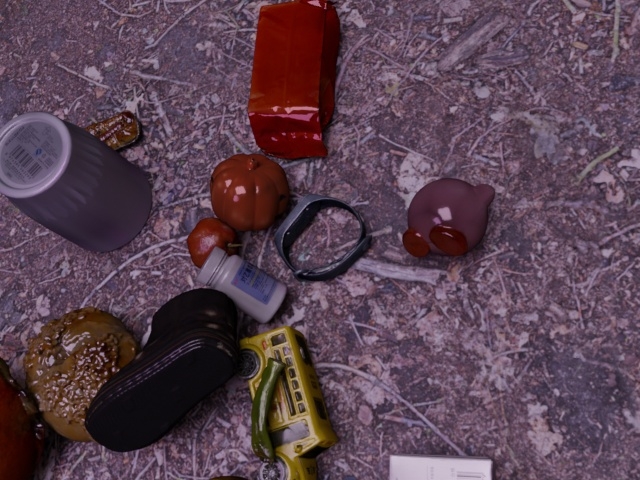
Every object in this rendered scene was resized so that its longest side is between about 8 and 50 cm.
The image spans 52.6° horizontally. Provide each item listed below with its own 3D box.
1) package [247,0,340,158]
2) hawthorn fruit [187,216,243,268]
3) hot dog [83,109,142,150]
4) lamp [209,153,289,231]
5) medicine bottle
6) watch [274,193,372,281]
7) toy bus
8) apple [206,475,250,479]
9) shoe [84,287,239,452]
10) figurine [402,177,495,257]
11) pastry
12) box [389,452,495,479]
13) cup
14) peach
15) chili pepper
[{"bbox_3d":[-0.060,-0.410,1.587,0.195,0.123,0.424,-1,72,20],"label":"package"},{"bbox_3d":[-0.248,0.011,1.506,0.125,0.125,0.140,-51,26,-2],"label":"hawthorn fruit"},{"bbox_3d":[-0.572,-0.282,1.747,0.191,0.059,0.108,-24,72,7],"label":"hot dog"},{"bbox_3d":[-0.162,-0.119,1.487,0.187,0.164,0.188,7,39,-6],"label":"lamp"},{"bbox_3d":[-0.175,0.097,1.433,0.186,0.103,0.103,33,84,-9],"label":"medicine bottle"},{"bbox_3d":[0.000,0.000,1.471,0.193,0.068,0.206,37,85,25],"label":"watch"},{"bbox_3d":[-0.064,0.353,1.339,0.152,0.144,0.331,-22,67,10],"label":"toy bus"},{"bbox_3d":[-0.194,0.592,1.253,0.226,0.246,0.246,-32,66,17],"label":"apple"},{"bbox_3d":[-0.329,0.262,1.369,0.384,0.171,0.237,-40,26,17],"label":"shoe"},{"bbox_3d":[0.266,-0.049,1.350,0.173,0.173,0.174,-5,72,16],"label":"figurine"},{"bbox_3d":[-0.551,0.304,1.487,0.284,0.184,0.316,-38,67,4],"label":"pastry"},{"bbox_3d":[0.230,0.533,1.206,0.194,0.111,0.261,-2,76,18],"label":"box"},{"bbox_3d":[-0.584,-0.134,1.544,0.253,0.371,0.254,-3,74,9],"label":"cup"},{"bbox_3d":[-0.805,0.443,1.435,0.338,0.353,0.417,24,81,20],"label":"peach"},{"bbox_3d":[-0.107,0.329,1.259,0.051,0.050,0.202,-15,63,54],"label":"chili pepper"}]
